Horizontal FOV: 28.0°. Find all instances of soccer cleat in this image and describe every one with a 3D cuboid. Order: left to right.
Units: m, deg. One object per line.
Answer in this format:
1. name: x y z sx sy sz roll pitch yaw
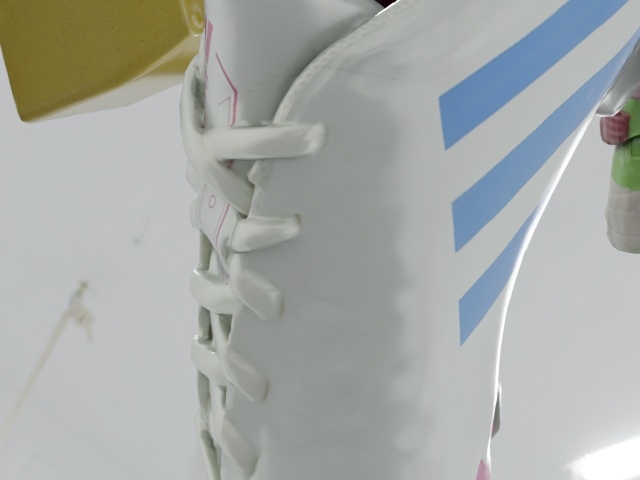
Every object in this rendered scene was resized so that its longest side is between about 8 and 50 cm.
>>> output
1. soccer cleat: 0.000 0.000 0.378 0.143 0.331 0.116 21 -1 -41

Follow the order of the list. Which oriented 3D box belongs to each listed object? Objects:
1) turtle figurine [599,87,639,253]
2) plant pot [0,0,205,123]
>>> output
1. turtle figurine: 0.201 -0.147 0.723 0.275 0.198 0.266 40 -29 59
2. plant pot: -0.080 -0.101 0.538 0.083 0.081 0.081 -12 -84 29
